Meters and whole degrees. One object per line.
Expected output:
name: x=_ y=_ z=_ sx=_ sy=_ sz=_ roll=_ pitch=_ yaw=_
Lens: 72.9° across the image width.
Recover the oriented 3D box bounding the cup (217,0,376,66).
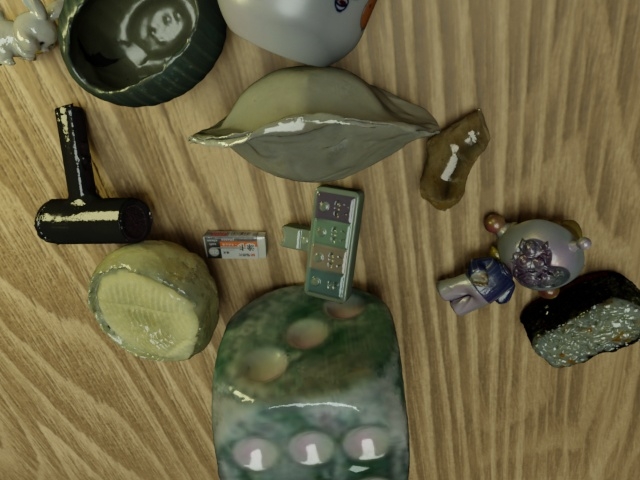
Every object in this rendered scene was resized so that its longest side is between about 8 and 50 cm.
cup: x=0.000 y=-0.395 z=0.525 sx=0.213 sy=0.212 sz=0.317 roll=19 pitch=121 yaw=-9

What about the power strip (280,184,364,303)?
power strip: x=0.000 y=0.000 z=0.822 sx=0.145 sy=0.061 sz=0.215 roll=12 pitch=106 yaw=18

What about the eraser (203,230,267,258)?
eraser: x=-0.168 y=0.008 z=0.864 sx=0.122 sy=0.029 sz=0.052 roll=1 pitch=120 yaw=3

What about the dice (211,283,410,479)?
dice: x=-0.011 y=0.306 z=0.848 sx=0.329 sy=0.348 sz=0.330 roll=-5 pitch=121 yaw=3

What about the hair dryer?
hair dryer: x=-0.420 y=-0.111 z=0.766 sx=0.197 sy=0.089 sz=0.251 roll=2 pitch=109 yaw=18

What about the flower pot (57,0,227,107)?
flower pot: x=-0.249 y=-0.297 z=0.619 sx=0.243 sy=0.157 sz=0.189 roll=-24 pitch=115 yaw=16

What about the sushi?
sushi: x=0.530 y=0.159 z=0.868 sx=0.225 sy=0.126 sz=0.136 roll=-38 pitch=112 yaw=23

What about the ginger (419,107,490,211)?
ginger: x=0.227 y=-0.134 z=0.744 sx=0.096 sy=0.069 sz=0.190 roll=0 pitch=122 yaw=-23

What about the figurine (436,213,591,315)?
figurine: x=0.348 y=0.046 z=0.816 sx=0.275 sy=0.133 sz=0.193 roll=-13 pitch=107 yaw=25

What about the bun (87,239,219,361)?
bun: x=-0.316 y=0.107 z=0.857 sx=0.260 sy=0.152 sz=0.259 roll=8 pitch=124 yaw=12

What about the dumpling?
dumpling: x=-0.008 y=-0.162 z=0.628 sx=0.342 sy=0.260 sz=0.181 roll=22 pitch=111 yaw=-1

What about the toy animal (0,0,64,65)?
toy animal: x=-0.445 y=-0.319 z=0.665 sx=0.125 sy=0.071 sz=0.085 roll=-8 pitch=104 yaw=16
